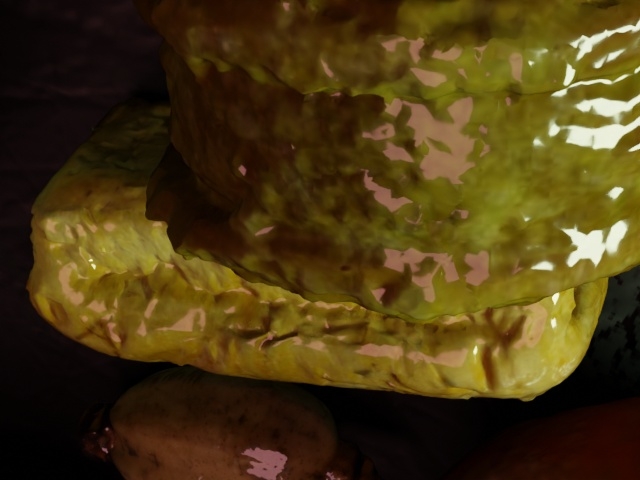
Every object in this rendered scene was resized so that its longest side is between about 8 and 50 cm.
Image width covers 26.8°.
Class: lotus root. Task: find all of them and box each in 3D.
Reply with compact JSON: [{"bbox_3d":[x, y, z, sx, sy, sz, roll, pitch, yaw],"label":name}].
[{"bbox_3d":[-0.035,0.092,0.600,0.152,0.063,0.072,12,98,18],"label":"lotus root"}]

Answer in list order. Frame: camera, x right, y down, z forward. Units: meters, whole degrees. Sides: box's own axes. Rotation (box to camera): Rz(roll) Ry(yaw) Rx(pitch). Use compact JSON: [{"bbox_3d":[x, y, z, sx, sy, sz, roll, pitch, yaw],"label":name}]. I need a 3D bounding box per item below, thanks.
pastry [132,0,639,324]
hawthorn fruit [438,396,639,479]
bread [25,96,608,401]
[{"bbox_3d":[0.035,-0.058,0.412,0.189,0.189,0.103,3,119,16],"label":"pastry"},{"bbox_3d":[0.130,0.201,0.507,0.284,0.284,0.284,8,124,12],"label":"hawthorn fruit"},{"bbox_3d":[0.000,0.000,0.502,0.211,0.114,0.083,7,126,16],"label":"bread"}]
